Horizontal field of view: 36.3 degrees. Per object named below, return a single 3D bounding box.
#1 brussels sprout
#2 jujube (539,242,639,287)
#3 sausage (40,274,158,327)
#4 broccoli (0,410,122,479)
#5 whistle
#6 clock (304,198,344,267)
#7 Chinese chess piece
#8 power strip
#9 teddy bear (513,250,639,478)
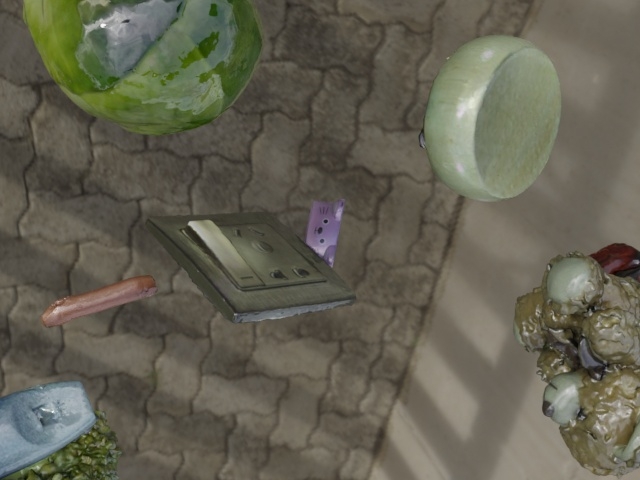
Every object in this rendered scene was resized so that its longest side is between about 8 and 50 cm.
[{"bbox_3d":[-0.206,-0.238,1.083,0.219,0.271,0.210,-56,166,-5],"label":"brussels sprout"},{"bbox_3d":[0.447,0.099,1.590,0.236,0.168,0.168,-45,125,-16],"label":"jujube"},{"bbox_3d":[-0.348,0.094,1.540,0.186,0.043,0.043,-18,121,-17],"label":"sausage"},{"bbox_3d":[-0.332,0.270,1.133,0.180,0.242,0.273,-39,107,7],"label":"broccoli"},{"bbox_3d":[-0.341,0.199,0.911,0.269,0.180,0.093,-22,161,-21],"label":"whistle"},{"bbox_3d":[0.000,0.000,1.634,0.050,0.153,0.110,12,157,-3],"label":"clock"},{"bbox_3d":[0.150,-0.106,0.850,0.144,0.058,0.144,-21,120,-42],"label":"Chinese chess piece"},{"bbox_3d":[-0.112,0.049,1.491,0.251,0.257,0.092,3,123,-47],"label":"power strip"},{"bbox_3d":[0.335,0.160,1.194,0.156,0.267,0.256,0,74,-3],"label":"teddy bear"}]
